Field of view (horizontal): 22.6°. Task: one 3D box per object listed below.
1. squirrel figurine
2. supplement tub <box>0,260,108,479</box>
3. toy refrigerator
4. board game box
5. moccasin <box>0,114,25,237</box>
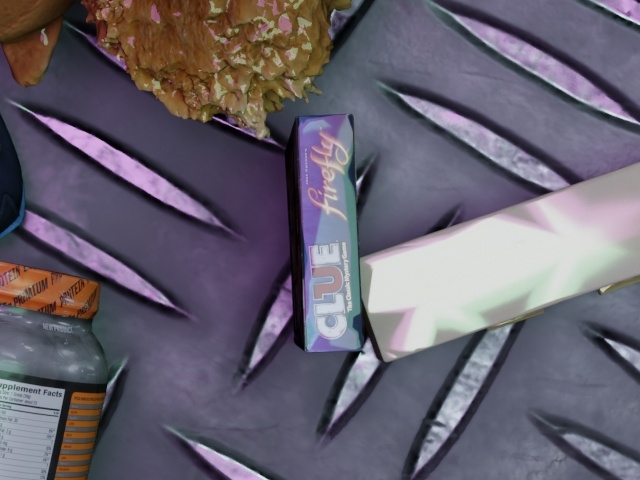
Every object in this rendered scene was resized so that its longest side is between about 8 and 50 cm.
[{"bbox_3d":[-0.120,-0.259,1.152,0.370,0.281,0.397,-32,47,-1],"label":"squirrel figurine"},{"bbox_3d":[-0.274,0.170,1.225,0.194,0.193,0.316,12,86,-1],"label":"supplement tub"},{"bbox_3d":[0.162,0.018,1.287,0.270,0.102,0.094,-19,88,-3],"label":"toy refrigerator"},{"bbox_3d":[0.000,0.000,1.213,0.042,0.243,0.165,-3,87,-3],"label":"board game box"},{"bbox_3d":[-0.337,-0.157,1.275,0.138,0.117,0.342,-37,88,-3],"label":"moccasin"}]
